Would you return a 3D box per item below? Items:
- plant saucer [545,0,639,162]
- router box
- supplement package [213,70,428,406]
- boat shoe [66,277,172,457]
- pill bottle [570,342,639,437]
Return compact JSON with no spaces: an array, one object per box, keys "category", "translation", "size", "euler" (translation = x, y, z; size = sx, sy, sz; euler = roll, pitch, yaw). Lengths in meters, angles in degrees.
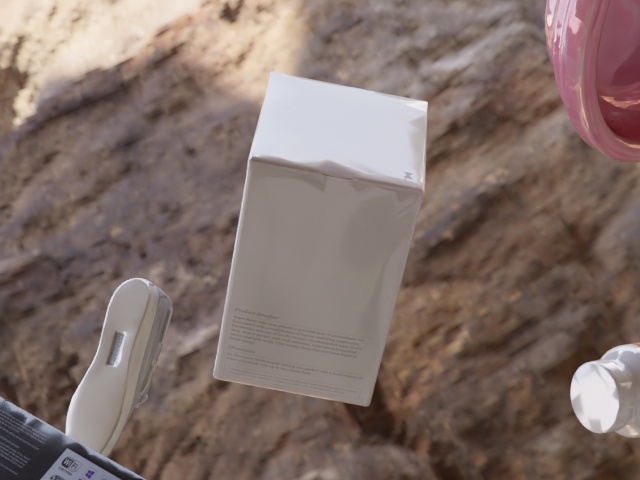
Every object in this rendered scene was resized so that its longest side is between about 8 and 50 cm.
[{"category":"plant saucer","translation":[0.308,-0.232,1.332],"size":[0.332,0.084,0.332],"euler":[-30,-42,-32]},{"category":"router box","translation":[-0.189,0.234,1.202],"size":[0.081,0.309,0.243],"euler":[-50,-46,-20]},{"category":"supplement package","translation":[0.000,0.000,1.612],"size":[0.178,0.175,0.293],"euler":[11,-53,-2]},{"category":"boat shoe","translation":[-0.187,0.129,1.456],"size":[0.066,0.184,0.063],"euler":[3,-17,33]},{"category":"pill bottle","translation":[0.307,0.134,1.397],"size":[0.152,0.086,0.086],"euler":[-5,-46,-33]}]
